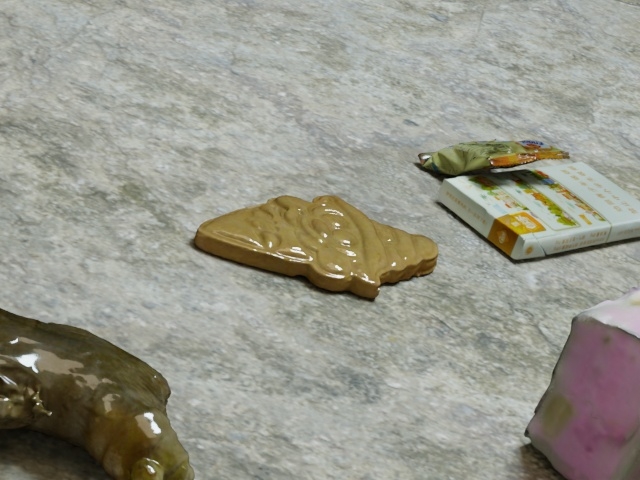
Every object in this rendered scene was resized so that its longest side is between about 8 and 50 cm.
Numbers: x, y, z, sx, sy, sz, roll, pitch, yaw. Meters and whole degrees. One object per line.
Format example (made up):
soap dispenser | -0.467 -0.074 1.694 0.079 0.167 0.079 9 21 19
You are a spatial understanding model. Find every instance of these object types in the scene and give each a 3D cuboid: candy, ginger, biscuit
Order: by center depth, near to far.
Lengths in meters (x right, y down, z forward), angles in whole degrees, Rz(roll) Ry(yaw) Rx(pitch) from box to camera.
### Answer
ginger | -0.231 0.091 1.449 0.333 0.080 0.166 26 16 7
candy | 0.304 0.115 1.664 0.265 0.155 0.116 -10 42 -43
biscuit | 0.000 0.000 1.827 0.250 0.035 0.162 1 28 -28

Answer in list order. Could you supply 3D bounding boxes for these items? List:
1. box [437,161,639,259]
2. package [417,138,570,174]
box | 0.236 -0.033 2.033 0.220 0.032 0.122 -8 38 -43
package | 0.177 -0.086 2.044 0.108 0.031 0.120 -9 7 -35
